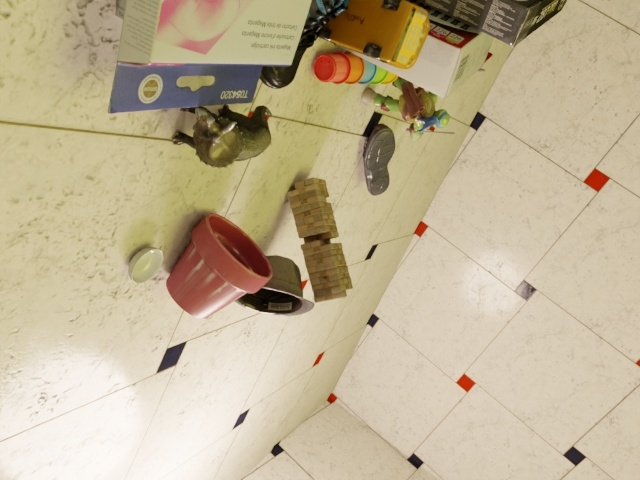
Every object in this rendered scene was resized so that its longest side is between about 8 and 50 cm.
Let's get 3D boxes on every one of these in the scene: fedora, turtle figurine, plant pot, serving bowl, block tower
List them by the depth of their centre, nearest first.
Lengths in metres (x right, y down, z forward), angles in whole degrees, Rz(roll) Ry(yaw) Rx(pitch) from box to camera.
[{"bbox_3d":[-0.362,0.046,1.163,0.083,0.027,0.083,-48,159,-25],"label":"serving bowl"},{"bbox_3d":[-0.239,0.070,1.279,0.180,0.201,0.201,-45,163,11],"label":"plant pot"},{"bbox_3d":[0.000,0.000,1.588,0.097,0.091,0.335,-2,78,-66],"label":"block tower"},{"bbox_3d":[-0.131,0.119,1.594,0.275,0.244,0.124,116,-15,-66],"label":"fedora"},{"bbox_3d":[0.276,-0.404,1.640,0.274,0.266,0.197,-45,158,-30],"label":"turtle figurine"}]

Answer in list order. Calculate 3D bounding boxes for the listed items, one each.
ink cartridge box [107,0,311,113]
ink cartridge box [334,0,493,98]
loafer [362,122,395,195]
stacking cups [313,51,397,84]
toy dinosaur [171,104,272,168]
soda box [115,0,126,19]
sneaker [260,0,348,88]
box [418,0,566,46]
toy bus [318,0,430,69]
[{"bbox_3d":[-0.126,-0.328,0.799,0.324,0.071,0.330,-27,142,-55],"label":"ink cartridge box"},{"bbox_3d":[0.239,-0.501,1.338,0.272,0.309,0.130,-43,156,-37],"label":"ink cartridge box"},{"bbox_3d":[0.181,-0.280,1.914,0.109,0.095,0.302,-19,144,-12],"label":"loafer"},{"bbox_3d":[0.093,-0.427,1.430,0.316,0.096,0.096,-29,146,-52],"label":"stacking cups"},{"bbox_3d":[-0.166,-0.193,1.060,0.121,0.160,0.313,-62,161,18],"label":"toy dinosaur"},{"bbox_3d":[-0.166,-0.378,0.870,0.286,0.098,0.091,-34,149,-50],"label":"soda box"},{"bbox_3d":[-0.032,-0.428,1.055,0.125,0.140,0.340,-38,154,-48],"label":"sneaker"},{"bbox_3d":[0.342,-0.603,1.300,0.318,0.395,0.097,-40,156,-38],"label":"box"},{"bbox_3d":[0.094,-0.414,1.103,0.130,0.333,0.108,10,111,-36],"label":"toy bus"}]
